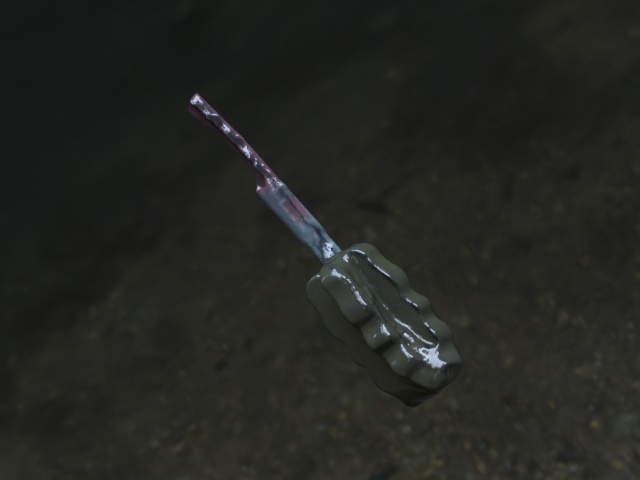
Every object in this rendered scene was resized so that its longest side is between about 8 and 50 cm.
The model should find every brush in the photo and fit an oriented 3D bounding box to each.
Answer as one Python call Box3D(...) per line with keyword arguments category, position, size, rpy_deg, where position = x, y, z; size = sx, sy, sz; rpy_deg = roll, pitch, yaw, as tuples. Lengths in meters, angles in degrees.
Box3D(category="brush", position=(0.000, 0.000, 1.170), size=(0.071, 0.301, 0.084), rpy_deg=(-39, -4, -20))
